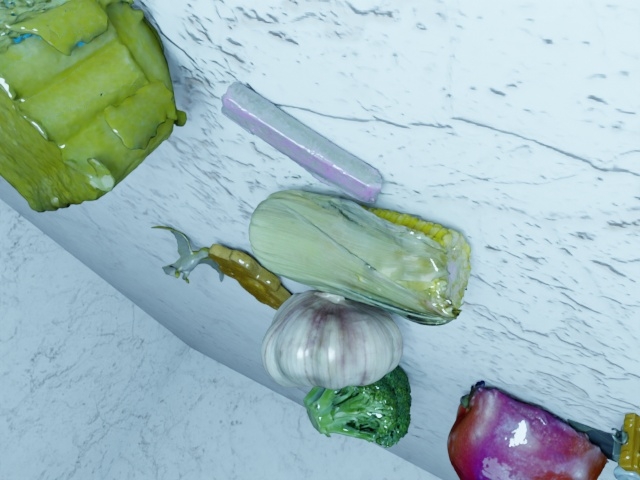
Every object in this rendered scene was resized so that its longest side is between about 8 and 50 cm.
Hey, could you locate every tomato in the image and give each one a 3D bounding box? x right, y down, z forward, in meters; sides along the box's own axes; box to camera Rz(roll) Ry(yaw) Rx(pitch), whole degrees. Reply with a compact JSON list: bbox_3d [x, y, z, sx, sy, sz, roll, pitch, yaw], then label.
[{"bbox_3d":[0.388,0.435,1.053,0.290,0.176,0.334,25,157,13],"label":"tomato"}]

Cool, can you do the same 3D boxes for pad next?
[{"bbox_3d":[0.568,0.384,0.934,0.243,0.004,0.163,10,150,43],"label":"pad"}]

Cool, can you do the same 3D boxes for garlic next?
[{"bbox_3d":[0.011,0.129,0.922,0.245,0.245,0.253,9,113,44],"label":"garlic"}]

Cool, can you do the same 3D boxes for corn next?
[{"bbox_3d":[0.040,0.015,0.664,0.305,0.123,0.122,14,179,37],"label":"corn"}]

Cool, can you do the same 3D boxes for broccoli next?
[{"bbox_3d":[0.087,0.357,1.236,0.269,0.242,0.261,70,167,-14],"label":"broccoli"}]

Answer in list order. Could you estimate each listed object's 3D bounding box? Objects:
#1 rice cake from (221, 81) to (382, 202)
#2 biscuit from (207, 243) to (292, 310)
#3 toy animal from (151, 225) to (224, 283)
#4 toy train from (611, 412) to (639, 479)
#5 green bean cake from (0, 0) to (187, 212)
[{"bbox_3d":[-0.019,-0.107,0.601,0.207,0.036,0.047,33,166,-4],"label":"rice cake"},{"bbox_3d":[-0.142,0.087,1.187,0.184,0.035,0.249,12,152,42],"label":"biscuit"},{"bbox_3d":[-0.296,0.057,1.249,0.155,0.095,0.219,9,151,52],"label":"toy animal"},{"bbox_3d":[0.519,0.333,0.779,0.219,0.089,0.127,38,145,-10],"label":"toy train"},{"bbox_3d":[-0.302,-0.200,0.592,0.310,0.202,0.285,5,134,47],"label":"green bean cake"}]
